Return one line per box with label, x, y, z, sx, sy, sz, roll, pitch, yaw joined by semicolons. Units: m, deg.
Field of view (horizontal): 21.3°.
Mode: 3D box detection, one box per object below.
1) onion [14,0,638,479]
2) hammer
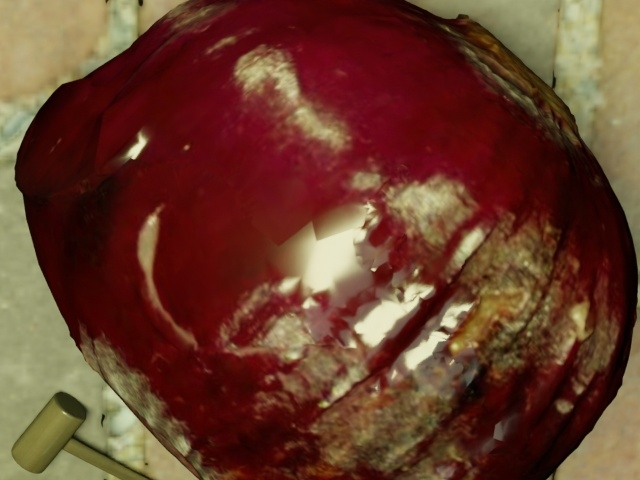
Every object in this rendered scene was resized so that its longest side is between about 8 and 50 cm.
onion;0.001;0.002;0.669;0.216;0.207;0.206;-46;117;6
hammer;-0.090;0.111;0.803;0.110;0.019;0.035;32;106;-24
